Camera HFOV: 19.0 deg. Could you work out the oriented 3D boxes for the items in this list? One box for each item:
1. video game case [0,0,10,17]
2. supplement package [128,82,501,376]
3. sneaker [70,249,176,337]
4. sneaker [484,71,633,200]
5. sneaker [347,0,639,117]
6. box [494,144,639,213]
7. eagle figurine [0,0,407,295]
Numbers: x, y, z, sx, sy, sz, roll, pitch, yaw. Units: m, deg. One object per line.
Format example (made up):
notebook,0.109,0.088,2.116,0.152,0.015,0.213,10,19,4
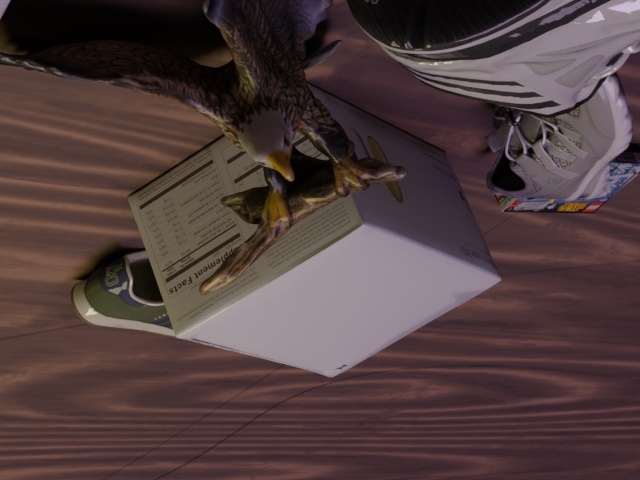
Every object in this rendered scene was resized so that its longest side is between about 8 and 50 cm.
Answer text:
video game case,-0.190,-0.239,0.880,0.061,0.269,0.244,-7,153,-31
supplement package,0.000,0.000,1.710,0.204,0.145,0.262,-31,155,22
sneaker,-0.131,0.046,1.795,0.192,0.064,0.086,4,151,-39
sneaker,0.207,-0.101,1.717,0.115,0.105,0.281,-13,153,-5
sneaker,0.253,-0.223,1.462,0.448,0.169,0.257,-14,167,10
box,0.254,-0.063,1.934,0.137,0.027,0.094,0,147,-40
eagle figurine,-0.068,-0.120,1.403,0.298,0.225,0.226,48,67,-35
